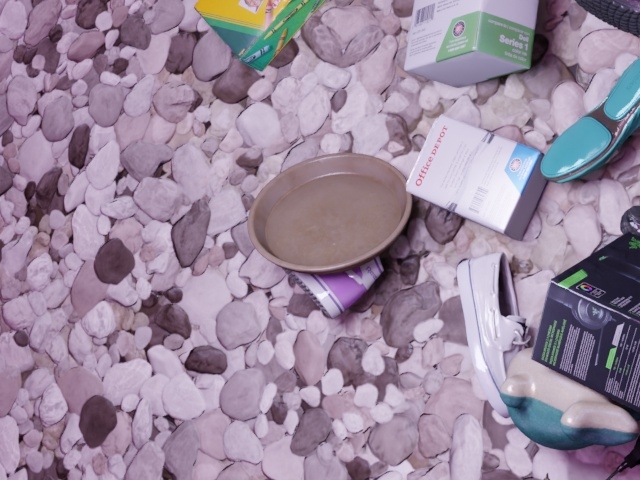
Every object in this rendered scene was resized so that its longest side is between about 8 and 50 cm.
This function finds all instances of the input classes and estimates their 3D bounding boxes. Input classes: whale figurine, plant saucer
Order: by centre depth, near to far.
[{"bbox_3d":[0.354,0.243,1.634,0.216,0.272,0.141,6,101,-5],"label":"whale figurine"},{"bbox_3d":[0.017,-0.041,1.932,0.278,0.041,0.278,-8,44,8],"label":"plant saucer"}]

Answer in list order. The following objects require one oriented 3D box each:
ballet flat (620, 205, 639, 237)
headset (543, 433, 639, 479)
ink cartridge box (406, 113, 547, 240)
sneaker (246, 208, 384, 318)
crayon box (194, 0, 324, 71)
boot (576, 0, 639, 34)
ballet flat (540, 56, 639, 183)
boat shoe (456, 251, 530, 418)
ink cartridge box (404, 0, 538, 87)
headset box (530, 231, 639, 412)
[{"bbox_3d":[0.514,0.013,1.717,0.057,0.049,0.173,-29,59,-26],"label":"ballet flat"},{"bbox_3d":[0.502,0.349,1.618,0.394,0.185,0.243,-8,71,13],"label":"headset"},{"bbox_3d":[0.254,-0.101,1.861,0.191,0.082,0.139,26,93,33],"label":"ink cartridge box"},{"bbox_3d":[0.000,0.001,1.993,0.161,0.102,0.282,-41,55,-6],"label":"sneaker"},{"bbox_3d":[-0.082,-0.470,2.132,0.278,0.081,0.165,-47,61,13],"label":"crayon box"},{"bbox_3d":[0.532,-0.420,1.770,0.338,0.118,0.222,35,91,24],"label":"boot"},{"bbox_3d":[0.442,-0.169,1.765,0.247,0.087,0.083,-49,49,15],"label":"ballet flat"},{"bbox_3d":[0.277,0.140,1.789,0.084,0.095,0.258,-23,70,29],"label":"boat shoe"},{"bbox_3d":[0.249,-0.404,1.863,0.201,0.117,0.278,-4,75,62],"label":"ink cartridge box"},{"bbox_3d":[0.460,0.118,1.586,0.283,0.246,0.131,26,122,32],"label":"headset box"}]
